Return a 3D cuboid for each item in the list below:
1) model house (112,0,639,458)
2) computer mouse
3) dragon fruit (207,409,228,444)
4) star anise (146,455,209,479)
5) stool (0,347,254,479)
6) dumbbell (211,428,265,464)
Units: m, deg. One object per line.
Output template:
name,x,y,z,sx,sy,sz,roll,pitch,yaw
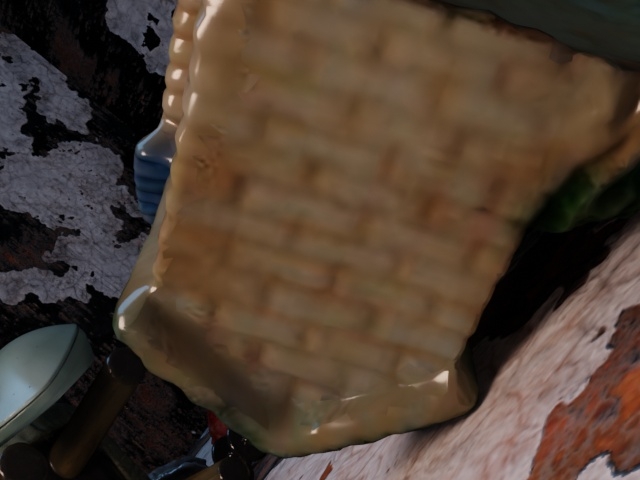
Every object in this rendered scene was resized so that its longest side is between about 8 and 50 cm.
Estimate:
model house,0.042,-0.061,0.703,0.445,0.395,0.400,-88,17,-60
computer mouse,-0.391,0.181,1.138,0.159,0.097,0.288,-36,5,4
dragon fruit,-0.107,0.281,1.431,0.111,0.153,0.153,1,35,33
star anise,-0.296,0.474,1.462,0.316,0.139,0.359,-60,6,-38
stool,-0.294,0.351,1.137,0.226,0.310,0.310,-43,4,35
dumbbell,-0.122,0.314,1.306,0.147,0.069,0.069,-50,1,40
